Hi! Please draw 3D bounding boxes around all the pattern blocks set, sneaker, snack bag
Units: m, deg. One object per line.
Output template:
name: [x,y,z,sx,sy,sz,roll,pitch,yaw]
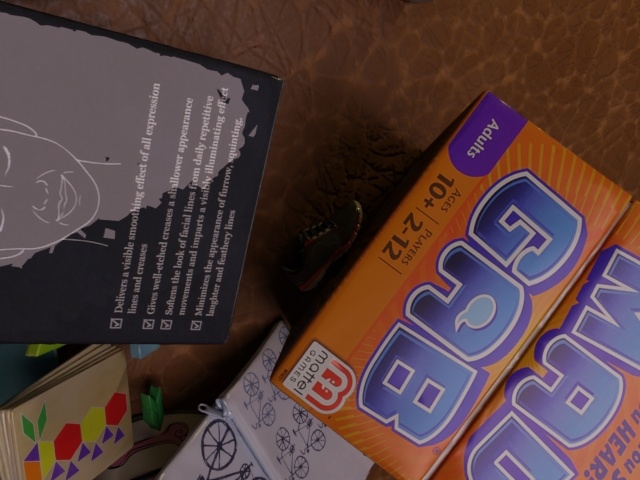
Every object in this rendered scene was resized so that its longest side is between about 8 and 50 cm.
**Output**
pattern blocks set: [-0.284,0.214,0.632,0.325,0.026,0.286,-7,99,-69]
sneaker: [0.000,0.000,0.822,0.064,0.061,0.158,35,90,-26]
snack bag: [-0.063,0.338,0.784,0.323,0.037,0.342,61,40,-16]

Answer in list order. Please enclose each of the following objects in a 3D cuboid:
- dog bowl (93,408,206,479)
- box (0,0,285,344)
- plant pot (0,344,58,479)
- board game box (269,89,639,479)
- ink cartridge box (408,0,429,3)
dog bowl: [-0.230,0.464,0.824,0.407,0.150,0.409,-9,112,-24]
box: [-0.278,-0.072,0.561,0.395,0.212,0.294,7,106,-30]
plant pot: [-0.443,0.188,0.566,0.195,0.290,0.291,20,101,5]
board game box: [0.196,0.101,0.707,0.356,0.356,0.356,37,90,1]
ink cartridge box: [0.038,-0.387,0.569,0.395,0.270,0.151,6,102,-29]
